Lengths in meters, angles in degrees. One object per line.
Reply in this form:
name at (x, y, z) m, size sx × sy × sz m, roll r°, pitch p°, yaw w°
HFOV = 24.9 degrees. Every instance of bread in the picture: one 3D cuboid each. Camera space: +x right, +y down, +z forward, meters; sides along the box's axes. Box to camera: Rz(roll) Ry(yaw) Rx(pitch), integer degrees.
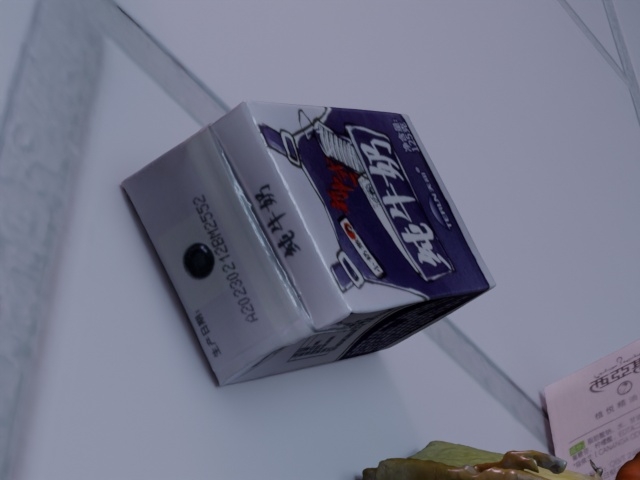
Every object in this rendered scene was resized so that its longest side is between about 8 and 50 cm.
bread at (0.097, 0.192, 0.868) m, size 0.147 × 0.127 × 0.152 m, roll 3°, pitch 92°, yaw -64°

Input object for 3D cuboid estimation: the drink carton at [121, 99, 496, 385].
drink carton at (-0.001, -0.001, 0.867) m, size 0.222 × 0.102 × 0.134 m, roll -5°, pitch 68°, yaw -62°

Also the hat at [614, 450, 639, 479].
hat at (0.319, 0.296, 0.855) m, size 0.400 × 0.285 × 0.285 m, roll 56°, pitch 22°, yaw -30°

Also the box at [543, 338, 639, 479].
box at (0.311, 0.150, 1.084) m, size 0.111 × 0.260 × 0.194 m, roll 43°, pitch 29°, yaw -29°
